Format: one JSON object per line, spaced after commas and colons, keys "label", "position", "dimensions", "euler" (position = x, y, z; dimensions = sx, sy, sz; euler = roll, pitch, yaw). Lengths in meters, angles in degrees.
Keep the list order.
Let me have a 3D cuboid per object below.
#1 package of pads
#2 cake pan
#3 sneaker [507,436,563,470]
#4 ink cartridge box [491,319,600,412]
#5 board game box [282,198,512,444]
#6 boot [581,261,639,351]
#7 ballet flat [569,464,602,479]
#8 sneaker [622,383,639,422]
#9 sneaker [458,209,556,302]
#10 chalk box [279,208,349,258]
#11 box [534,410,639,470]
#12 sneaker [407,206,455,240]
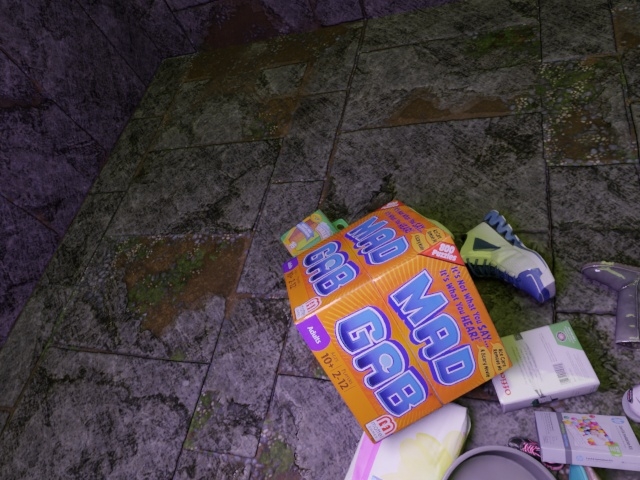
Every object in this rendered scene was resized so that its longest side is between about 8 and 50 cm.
{"label": "package of pads", "position": [0.215, 0.510, 1.101], "dimensions": [0.230, 0.101, 0.296], "euler": [12, 64, 30]}
{"label": "cake pan", "position": [0.375, 0.586, 0.953], "dimensions": [0.294, 0.054, 0.292], "euler": [1, 65, -2]}
{"label": "sneaker", "position": [0.486, 0.476, 1.038], "dimensions": [0.120, 0.057, 0.047], "euler": [12, 65, 30]}
{"label": "ink cartridge box", "position": [0.522, 0.308, 1.114], "dimensions": [0.220, 0.092, 0.160], "euler": [-18, 52, 12]}
{"label": "board game box", "position": [0.158, 0.169, 1.109], "dimensions": [0.357, 0.356, 0.356], "euler": [-30, 19, 1]}
{"label": "boot", "position": [0.748, 0.163, 1.141], "dimensions": [0.190, 0.076, 0.208], "euler": [8, 68, 29]}
{"label": "ballet flat", "position": [0.575, 0.603, 0.903], "dimensions": [0.107, 0.107, 0.315], "euler": [4, 63, 2]}
{"label": "sneaker", "position": [0.824, 0.347, 0.931], "dimensions": [0.331, 0.146, 0.122], "euler": [-1, 56, 20]}
{"label": "sneaker", "position": [0.492, 0.069, 1.282], "dimensions": [0.182, 0.127, 0.315], "euler": [-30, 44, 6]}
{"label": "chalk box", "position": [0.000, 0.000, 1.517], "dimensions": [0.213, 0.132, 0.132], "euler": [-37, 52, -4]}
{"label": "box", "position": [0.572, 0.428, 0.990], "dimensions": [0.187, 0.145, 0.038], "euler": [-2, 101, 21]}
{"label": "sneaker", "position": [0.306, -0.014, 1.440], "dimensions": [0.121, 0.079, 0.217], "euler": [-46, 45, -7]}
